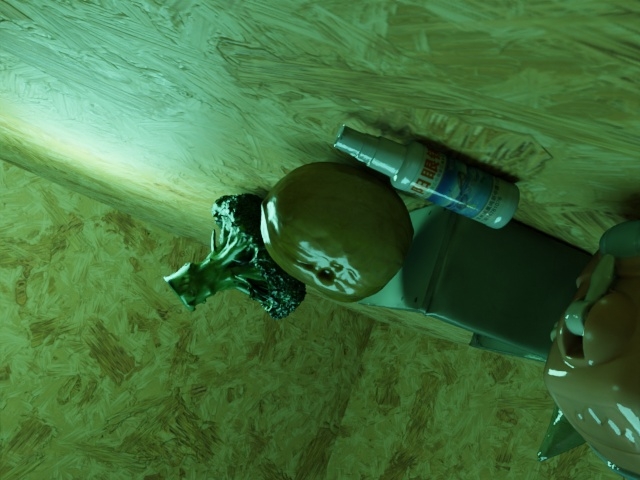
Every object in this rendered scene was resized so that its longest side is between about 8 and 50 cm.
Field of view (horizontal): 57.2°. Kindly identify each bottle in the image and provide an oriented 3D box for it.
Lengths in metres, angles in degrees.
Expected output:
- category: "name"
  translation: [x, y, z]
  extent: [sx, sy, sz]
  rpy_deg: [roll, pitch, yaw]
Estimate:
- category: "bottle"
  translation: [0.118, -0.076, 0.665]
  extent: [0.217, 0.060, 0.060]
  rpy_deg: [21, 171, -10]

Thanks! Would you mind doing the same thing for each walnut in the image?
- category: "walnut"
  translation: [0.019, -0.014, 0.842]
  extent: [0.222, 0.195, 0.195]
  rpy_deg: [24, 170, -16]

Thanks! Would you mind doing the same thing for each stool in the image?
- category: "stool"
  translation: [0.233, 0.069, 0.930]
  extent: [0.244, 0.170, 0.270]
  rpy_deg: [22, 171, -14]

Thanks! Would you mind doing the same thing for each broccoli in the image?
- category: "broccoli"
  translation: [-0.162, 0.053, 1.237]
  extent: [0.297, 0.297, 0.297]
  rpy_deg: [50, 164, 19]

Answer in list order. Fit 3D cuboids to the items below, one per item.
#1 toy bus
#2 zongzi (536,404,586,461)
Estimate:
- category: "toy bus"
  translation: [0.358, 0.100, 0.609]
  extent: [0.232, 0.287, 0.194]
  rpy_deg: [38, 166, -12]
- category: "zongzi"
  translation: [0.461, 0.200, 0.784]
  extent: [0.154, 0.317, 0.289]
  rpy_deg: [34, 167, -17]
